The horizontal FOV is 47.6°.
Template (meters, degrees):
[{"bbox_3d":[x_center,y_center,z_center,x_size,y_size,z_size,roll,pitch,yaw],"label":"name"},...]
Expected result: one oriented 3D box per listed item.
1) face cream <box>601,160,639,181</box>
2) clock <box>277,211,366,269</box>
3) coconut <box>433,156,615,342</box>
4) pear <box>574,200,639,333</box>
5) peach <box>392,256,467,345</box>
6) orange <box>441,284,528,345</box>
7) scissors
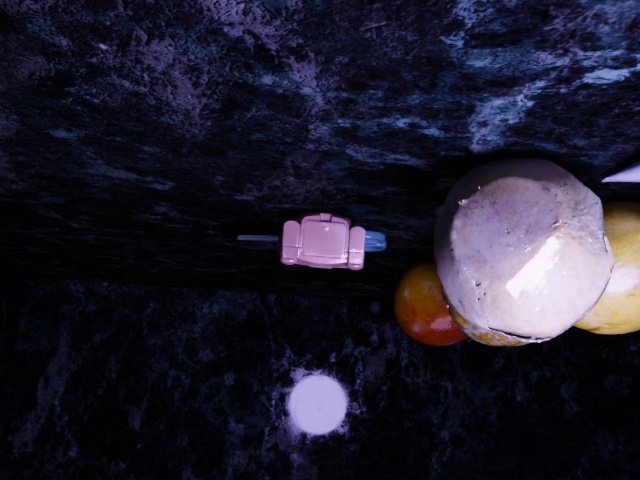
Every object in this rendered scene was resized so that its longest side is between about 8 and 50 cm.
[{"bbox_3d":[0.646,-0.116,1.187,0.234,0.137,0.420,2,177,4],"label":"face cream"},{"bbox_3d":[0.000,0.000,1.921,0.227,0.142,0.241,5,178,-4],"label":"clock"},{"bbox_3d":[0.385,0.021,1.378,0.352,0.353,0.352,4,169,1],"label":"coconut"},{"bbox_3d":[0.625,0.058,1.578,0.314,0.315,0.314,4,169,1],"label":"pear"},{"bbox_3d":[0.389,0.195,2.359,0.307,0.308,0.332,8,163,-20],"label":"peach"},{"bbox_3d":[0.437,0.108,1.800,0.249,0.329,0.329,-25,157,22],"label":"orange"},{"bbox_3d":[-0.030,-0.003,2.142,0.446,0.029,0.192,1,168,9],"label":"scissors"}]
